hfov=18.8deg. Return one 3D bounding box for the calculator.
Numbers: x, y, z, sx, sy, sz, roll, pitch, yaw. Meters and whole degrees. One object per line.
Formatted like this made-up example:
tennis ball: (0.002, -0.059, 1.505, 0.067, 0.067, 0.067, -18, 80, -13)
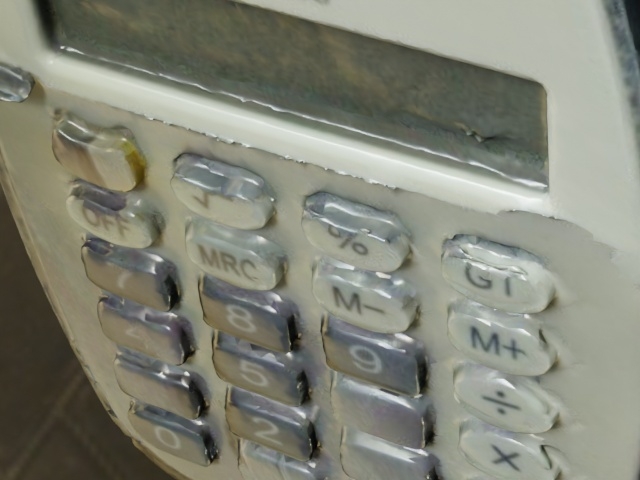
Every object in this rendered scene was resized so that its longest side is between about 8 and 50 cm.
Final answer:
calculator: (0.000, 0.000, 0.450, 0.040, 0.177, 0.268, -53, 152, -38)
